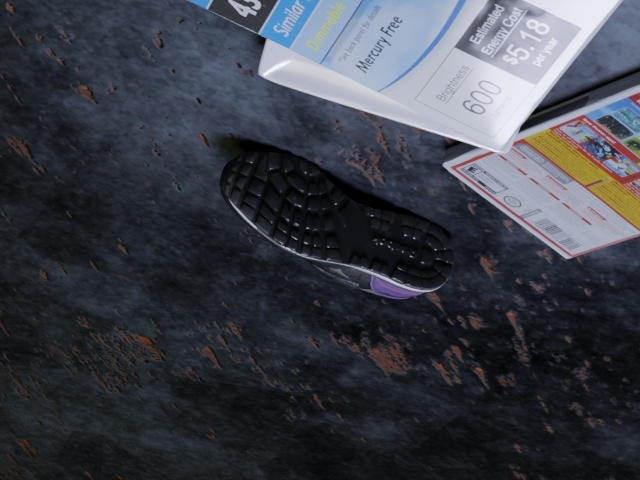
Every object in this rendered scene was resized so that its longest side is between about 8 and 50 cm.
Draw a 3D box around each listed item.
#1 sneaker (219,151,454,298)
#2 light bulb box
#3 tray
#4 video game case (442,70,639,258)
[{"bbox_3d":[0.000,0.000,2.206,0.283,0.107,0.124,26,155,-16],"label":"sneaker"},{"bbox_3d":[0.061,-0.305,1.318,0.361,0.225,0.358,25,142,-8],"label":"light bulb box"},{"bbox_3d":[0.078,-0.174,1.936,0.270,0.030,0.145,17,148,-1],"label":"tray"},{"bbox_3d":[0.293,-0.072,2.008,0.204,0.025,0.285,35,146,-28],"label":"video game case"}]
